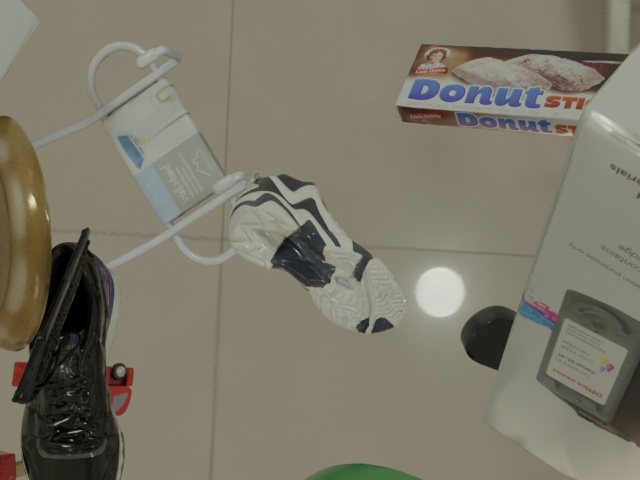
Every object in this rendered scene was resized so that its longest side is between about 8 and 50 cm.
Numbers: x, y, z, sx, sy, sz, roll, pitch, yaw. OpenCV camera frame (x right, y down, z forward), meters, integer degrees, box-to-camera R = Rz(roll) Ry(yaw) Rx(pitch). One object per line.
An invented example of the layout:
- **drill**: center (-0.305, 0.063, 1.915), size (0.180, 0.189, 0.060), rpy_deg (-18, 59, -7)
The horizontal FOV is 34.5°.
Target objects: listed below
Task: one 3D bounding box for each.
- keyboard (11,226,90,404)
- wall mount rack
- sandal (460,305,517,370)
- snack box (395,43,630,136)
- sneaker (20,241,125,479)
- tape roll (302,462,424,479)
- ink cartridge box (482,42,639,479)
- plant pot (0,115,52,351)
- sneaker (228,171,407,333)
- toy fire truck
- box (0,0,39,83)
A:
- **keyboard**: center (-0.222, 0.072, 0.897), size (0.038, 0.192, 0.100), rpy_deg (22, 116, -11)
- **wall mount rack**: center (-0.270, -0.094, 1.407), size (0.304, 0.130, 0.350), rpy_deg (-32, 86, 12)
- **sandal**: center (0.273, 0.149, 1.223), size (0.254, 0.054, 0.097), rpy_deg (16, 122, -28)
- **snack box**: center (0.146, -0.107, 0.733), size (0.178, 0.022, 0.064), rpy_deg (8, 59, 27)
- **sneaker**: center (-0.259, 0.141, 1.029), size (0.107, 0.124, 0.283), rpy_deg (-4, 73, -3)
- **tape roll**: center (0.055, 0.289, 0.592), size (0.077, 0.321, 0.321), rpy_deg (-25, 87, -36)
- **ink cartridge box**: center (0.222, -0.008, 0.597), size (0.131, 0.306, 0.226), rpy_deg (32, 61, 21)
- **plant pot**: center (-0.328, -0.006, 1.023), size (0.032, 0.236, 0.236), rpy_deg (-3, 83, -36)
- **sneaker**: center (0.000, 0.000, 1.180), size (0.235, 0.153, 0.094), rpy_deg (27, 118, -17)
- **toy fire truck**: center (-0.297, 0.200, 1.148), size (0.192, 0.047, 0.135), rpy_deg (11, 80, -47)
- **box**: center (-0.544, -0.294, 1.195), size (0.345, 0.215, 0.168), rpy_deg (47, 46, -34)
